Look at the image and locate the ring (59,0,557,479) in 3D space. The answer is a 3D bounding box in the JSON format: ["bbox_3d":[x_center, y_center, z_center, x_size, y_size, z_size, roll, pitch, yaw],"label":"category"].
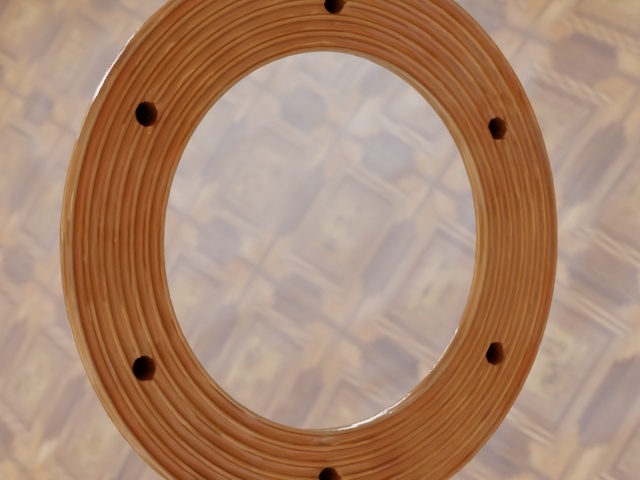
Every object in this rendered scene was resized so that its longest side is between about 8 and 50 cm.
[{"bbox_3d":[0.000,0.000,1.063,0.032,0.336,0.337,4,68,57],"label":"ring"}]
